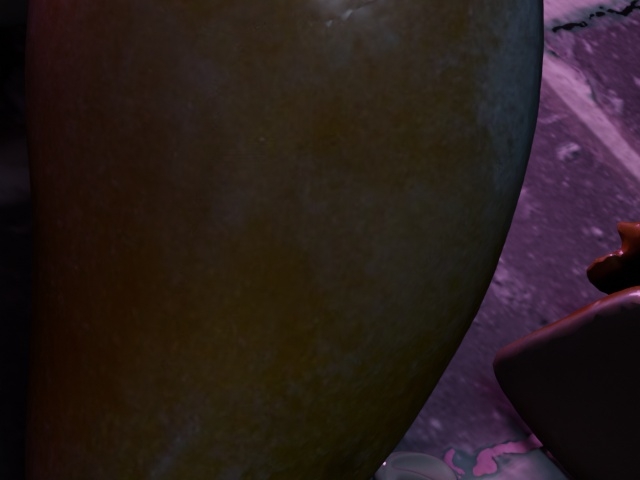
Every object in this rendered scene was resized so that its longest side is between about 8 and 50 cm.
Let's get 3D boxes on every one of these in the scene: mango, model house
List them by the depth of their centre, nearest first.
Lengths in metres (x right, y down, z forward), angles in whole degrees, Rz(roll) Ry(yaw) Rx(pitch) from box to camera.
[{"bbox_3d":[-0.020,-0.042,0.761,0.198,0.221,0.384,13,79,5],"label":"mango"},{"bbox_3d":[0.246,0.063,0.999,0.220,0.199,0.229,54,38,-1],"label":"model house"}]

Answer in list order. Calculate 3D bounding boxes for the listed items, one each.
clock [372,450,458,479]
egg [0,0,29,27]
[{"bbox_3d":[0.067,0.173,0.806,0.191,0.062,0.151,48,35,14],"label":"clock"},{"bbox_3d":[-0.145,-0.210,0.899,0.230,0.230,0.371,48,39,13],"label":"egg"}]
